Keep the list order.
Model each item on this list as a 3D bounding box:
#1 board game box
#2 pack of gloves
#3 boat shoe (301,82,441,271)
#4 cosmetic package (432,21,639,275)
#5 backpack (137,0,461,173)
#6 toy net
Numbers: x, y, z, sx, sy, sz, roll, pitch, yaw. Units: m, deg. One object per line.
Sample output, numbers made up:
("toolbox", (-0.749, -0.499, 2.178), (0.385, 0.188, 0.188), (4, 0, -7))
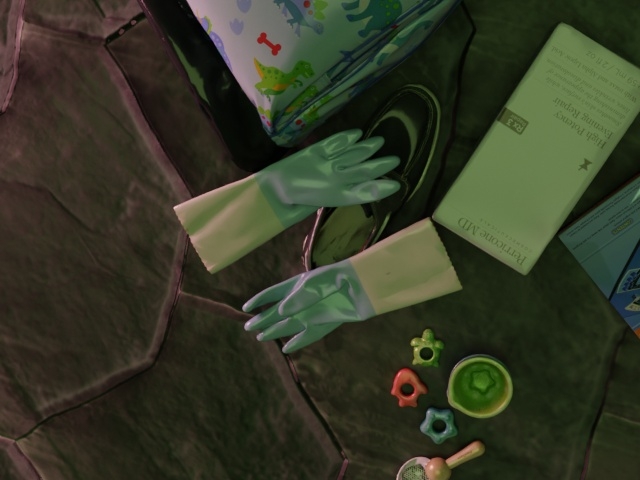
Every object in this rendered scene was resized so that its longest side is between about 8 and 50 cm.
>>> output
("board game box", (0.391, -0.034, 0.992), (0.281, 0.027, 0.145), (-39, 86, 25))
("pack of gloves", (0.000, 0.000, 1.016), (0.232, 0.046, 0.195), (-23, 108, 17))
("boat shoe", (0.054, -0.055, 1.049), (0.084, 0.079, 0.233), (32, 102, 4))
("cosmetic package", (0.221, -0.092, 1.012), (0.117, 0.085, 0.231), (31, 102, 3))
("backpack", (0.004, -0.271, 0.946), (0.355, 0.273, 0.290), (-29, 90, 2))
("toy net", (0.124, 0.221, 1.106), (0.122, 0.045, 0.232), (18, 103, 5))
